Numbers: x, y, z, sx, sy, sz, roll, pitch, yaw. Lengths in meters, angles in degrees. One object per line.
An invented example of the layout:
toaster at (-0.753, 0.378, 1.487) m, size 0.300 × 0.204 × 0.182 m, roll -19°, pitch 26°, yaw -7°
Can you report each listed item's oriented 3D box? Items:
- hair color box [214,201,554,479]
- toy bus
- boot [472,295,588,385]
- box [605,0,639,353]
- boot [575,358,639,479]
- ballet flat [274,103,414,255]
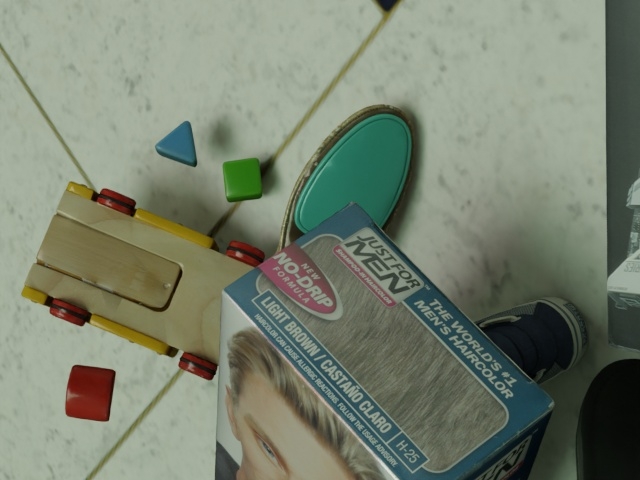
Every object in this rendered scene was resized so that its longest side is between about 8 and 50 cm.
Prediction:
hair color box at (0.023, 0.153, 1.061) m, size 0.174 × 0.105 × 0.347 m, roll 45°, pitch 153°, yaw 24°
toy bus at (-0.111, 0.035, 1.242) m, size 0.104 × 0.191 × 0.202 m, roll 92°, pitch 156°, yaw -84°
boot at (0.078, 0.091, 1.095) m, size 0.190 × 0.086 × 0.069 m, roll -37°, pitch 77°, yaw 43°
box at (0.265, -0.078, 0.875) m, size 0.242 × 0.076 × 0.307 m, roll 11°, pitch 110°, yaw 41°
boot at (0.154, 0.220, 0.983) m, size 0.091 × 0.263 × 0.229 m, roll 18°, pitch 132°, yaw 3°
ballet flat at (0.000, 0.000, 1.145) m, size 0.206 × 0.073 × 0.067 m, roll -64°, pitch 13°, yaw 8°
